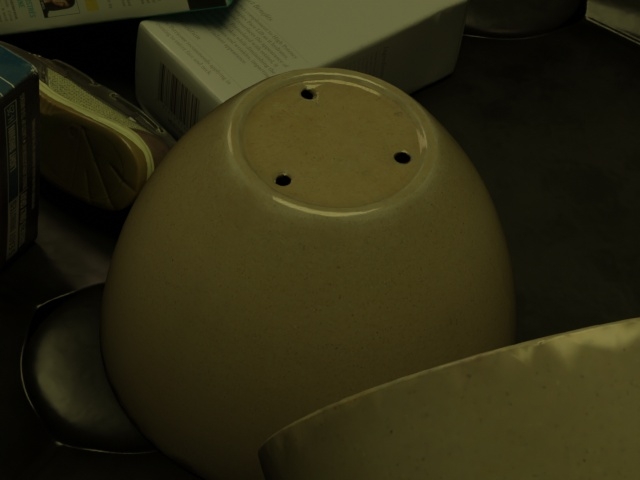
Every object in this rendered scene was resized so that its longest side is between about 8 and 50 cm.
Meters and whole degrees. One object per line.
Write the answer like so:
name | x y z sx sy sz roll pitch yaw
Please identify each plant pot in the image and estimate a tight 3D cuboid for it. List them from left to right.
plant pot | 0.000 0.000 1.295 0.284 0.191 0.284 4 47 -4

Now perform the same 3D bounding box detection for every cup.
cup | 0.153 0.192 1.089 0.331 0.331 0.237 -10 76 -15

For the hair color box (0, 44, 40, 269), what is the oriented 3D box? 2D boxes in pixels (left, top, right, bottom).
hair color box | -0.325 0.019 1.251 0.105 0.174 0.347 31 52 19

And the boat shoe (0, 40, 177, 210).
boat shoe | -0.191 -0.088 1.436 0.223 0.080 0.073 30 24 30

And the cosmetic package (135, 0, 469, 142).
cosmetic package | -0.014 -0.144 1.496 0.231 0.085 0.117 -25 55 -28

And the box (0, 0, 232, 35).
box | -0.182 -0.212 1.464 0.244 0.100 0.060 -5 26 19
